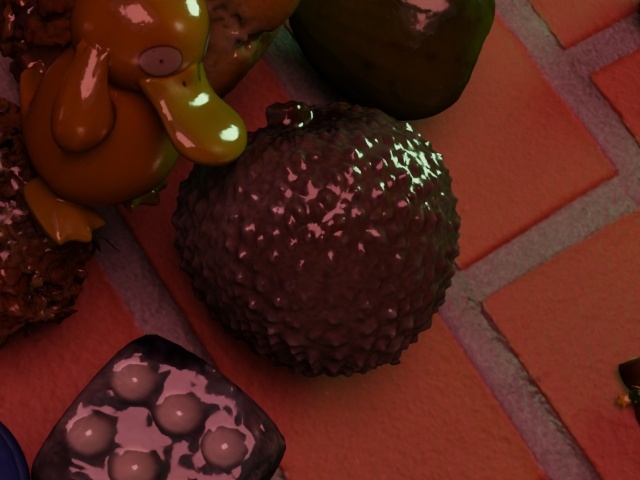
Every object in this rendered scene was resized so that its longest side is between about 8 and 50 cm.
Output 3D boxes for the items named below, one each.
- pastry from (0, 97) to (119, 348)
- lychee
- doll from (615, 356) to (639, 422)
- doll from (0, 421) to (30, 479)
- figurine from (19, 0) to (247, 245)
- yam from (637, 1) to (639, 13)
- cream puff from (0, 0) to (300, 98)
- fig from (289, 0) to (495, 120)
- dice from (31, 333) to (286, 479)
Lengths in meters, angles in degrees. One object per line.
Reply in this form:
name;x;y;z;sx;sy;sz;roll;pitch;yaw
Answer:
pastry;-0.342;-0.021;1.341;0.274;0.193;0.275;3;70;-10
lychee;-0.006;-0.001;1.357;0.300;0.300;0.300;4;68;-9
doll;0.376;0.152;1.471;0.113;0.076;0.078;-18;82;-16
doll;-0.345;0.284;1.214;0.242;0.159;0.311;-35;82;0
figurine;-0.177;-0.127;1.228;0.215;0.228;0.215;28;48;-36
yam;0.472;-0.313;1.663;0.183;0.107;0.107;-3;69;-10
cream puff;-0.181;-0.273;1.397;0.231;0.343;0.327;45;54;-31
fig;0.067;-0.240;1.503;0.225;0.203;0.203;19;66;-10
dice;-0.151;0.211;1.292;0.182;0.183;0.181;35;68;7
